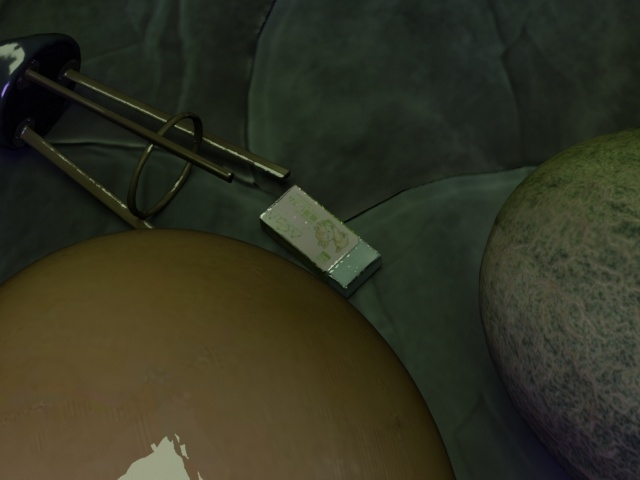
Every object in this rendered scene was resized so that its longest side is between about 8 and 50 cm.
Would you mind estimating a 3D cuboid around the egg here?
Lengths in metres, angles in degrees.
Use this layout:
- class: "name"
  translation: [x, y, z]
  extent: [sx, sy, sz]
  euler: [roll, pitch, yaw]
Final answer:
- class: "egg"
  translation: [-0.072, 0.176, 0.793]
  extent: [0.301, 0.301, 0.374]
  euler: [-10, 67, -1]

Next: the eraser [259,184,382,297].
- class: "eraser"
  translation: [0.000, 0.000, 1.042]
  extent: [0.038, 0.019, 0.083]
  euler: [-42, 67, -19]

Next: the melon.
- class: "melon"
  translation: [0.241, 0.065, 0.859]
  extent: [0.329, 0.249, 0.248]
  euler: [36, 69, 26]

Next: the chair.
- class: "chair"
  translation: [-0.137, -0.072, 1.058]
  extent: [0.221, 0.104, 0.095]
  euler: [28, 41, 13]
